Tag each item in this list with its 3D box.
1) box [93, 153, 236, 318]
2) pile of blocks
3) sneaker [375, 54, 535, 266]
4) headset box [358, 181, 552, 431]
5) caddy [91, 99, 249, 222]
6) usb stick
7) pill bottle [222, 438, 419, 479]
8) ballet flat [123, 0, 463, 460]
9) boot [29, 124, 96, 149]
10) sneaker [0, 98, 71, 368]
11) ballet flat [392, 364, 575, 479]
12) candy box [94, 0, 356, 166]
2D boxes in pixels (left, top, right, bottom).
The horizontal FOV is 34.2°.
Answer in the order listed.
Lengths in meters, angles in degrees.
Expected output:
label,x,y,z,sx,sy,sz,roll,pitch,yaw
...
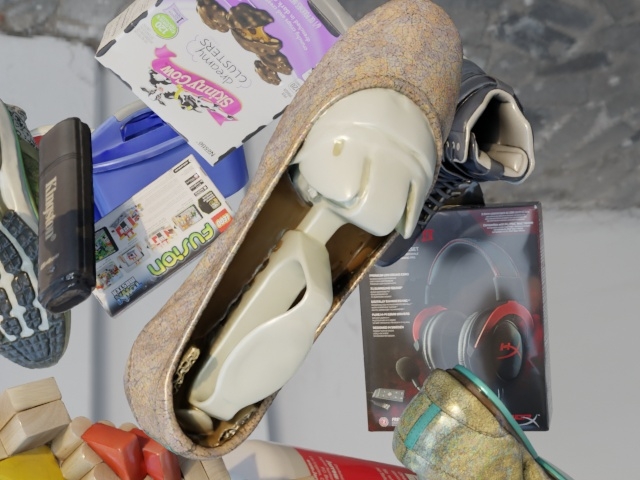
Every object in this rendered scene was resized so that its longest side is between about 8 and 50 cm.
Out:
label,x,y,z,sx,sy,sz,roll,pitch,yaw
box,-0.216,-0.005,1.339,0.207,0.114,0.036,-36,176,-6
pile of blocks,-0.133,0.219,0.842,0.362,0.149,0.112,23,138,-23
sneaker,0.110,-0.055,0.971,0.086,0.163,0.226,15,107,-26
headset box,0.161,0.075,1.249,0.218,0.293,0.110,-2,-176,15
caddy,-0.280,-0.141,1.698,0.341,0.241,0.179,-29,117,-37
usb stick,-0.300,-0.037,1.221,0.077,0.278,0.045,-28,137,17
pill bottle,0.063,0.384,1.262,0.407,0.229,0.229,17,137,-29
ballet flat,0.000,0.000,0.613,0.107,0.106,0.316,31,94,-23
boot,-0.466,-0.123,1.892,0.244,0.176,0.088,0,137,9
sneaker,-0.411,-0.027,1.458,0.158,0.410,0.182,-13,-177,20
ballet flat,0.173,0.235,0.994,0.123,0.123,0.348,-25,137,21
candy box,-0.087,-0.191,0.996,0.196,0.070,0.165,-34,120,24
